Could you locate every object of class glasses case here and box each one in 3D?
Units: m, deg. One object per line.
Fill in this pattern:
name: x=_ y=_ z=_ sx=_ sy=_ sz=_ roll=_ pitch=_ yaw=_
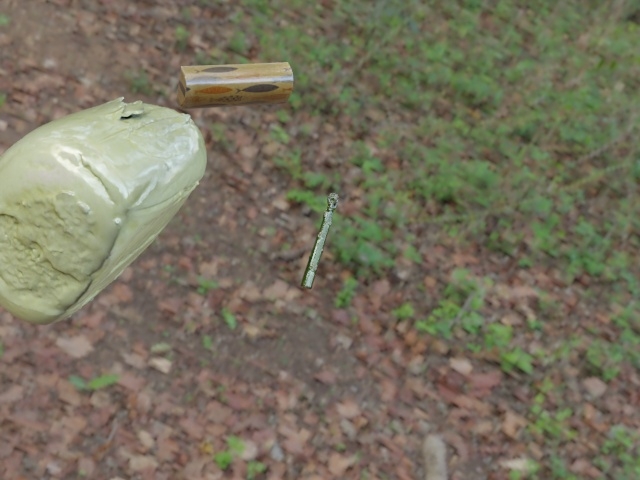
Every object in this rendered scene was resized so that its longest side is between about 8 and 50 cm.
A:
glasses case: x=-0.128 y=-0.229 z=1.749 sx=0.170 sy=0.064 sz=0.041 roll=-6 pitch=47 yaw=-22

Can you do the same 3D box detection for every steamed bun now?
steamed bun: x=-0.257 y=-0.045 z=1.257 sx=0.166 sy=0.273 sz=0.232 roll=43 pitch=39 yaw=-2

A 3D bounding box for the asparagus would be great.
asparagus: x=0.000 y=0.000 z=1.439 sx=0.015 sy=0.127 sz=0.018 roll=19 pitch=-15 yaw=-8
